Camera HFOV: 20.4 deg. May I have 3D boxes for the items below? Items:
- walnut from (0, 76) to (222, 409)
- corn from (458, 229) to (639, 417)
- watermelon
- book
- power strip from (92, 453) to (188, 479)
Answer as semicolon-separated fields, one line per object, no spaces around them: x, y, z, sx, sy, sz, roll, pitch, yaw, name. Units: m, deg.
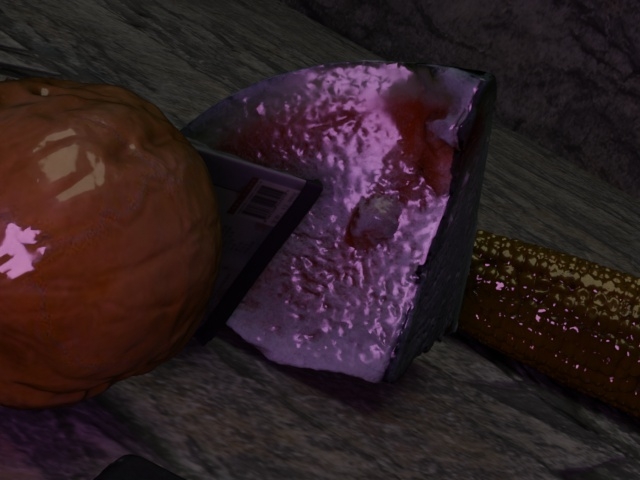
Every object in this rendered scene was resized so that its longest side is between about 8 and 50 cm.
-0.158;0.003;0.988;0.195;0.195;0.221;27;17;12;walnut
0.239;0.075;1.576;0.322;0.119;0.119;25;13;2;corn
0.000;0.000;1.292;0.289;0.320;0.214;4;55;-13;watermelon
-0.133;-0.014;1.157;0.231;0.157;0.026;16;35;-32;book
-0.012;0.182;0.786;0.256;0.070;0.105;28;11;8;power strip
